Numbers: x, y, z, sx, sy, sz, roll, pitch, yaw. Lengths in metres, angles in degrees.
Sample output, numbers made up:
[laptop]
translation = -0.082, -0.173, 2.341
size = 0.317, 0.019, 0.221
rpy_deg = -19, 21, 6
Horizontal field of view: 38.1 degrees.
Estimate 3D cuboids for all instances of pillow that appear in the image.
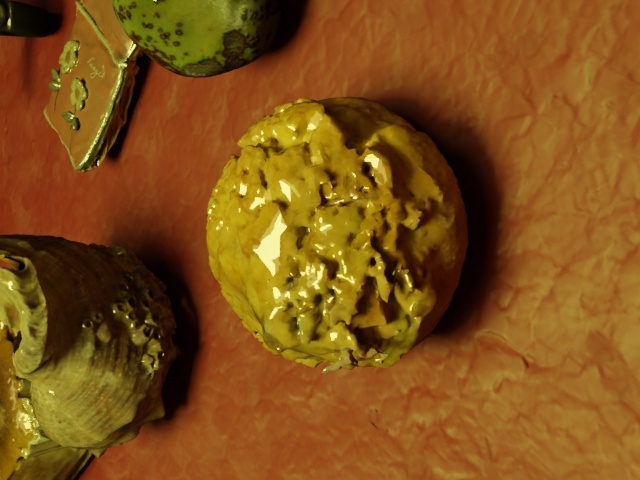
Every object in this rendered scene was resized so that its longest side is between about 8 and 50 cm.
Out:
[pillow]
translation = -0.191, -0.184, 0.825
size = 0.126, 0.043, 0.232
rpy_deg = 47, 123, 38

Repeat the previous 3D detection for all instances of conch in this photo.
[conch]
translation = -0.209, 0.068, 0.758
size = 0.178, 0.245, 0.163
rpy_deg = 23, 69, 26

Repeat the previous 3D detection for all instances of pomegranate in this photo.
[pomegranate]
translation = -0.082, -0.191, 0.676
size = 0.126, 0.163, 0.138
rpy_deg = -7, 104, 8

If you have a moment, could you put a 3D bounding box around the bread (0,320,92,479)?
[bread]
translation = -0.307, 0.157, 0.912
size = 0.210, 0.110, 0.192
rpy_deg = -48, 59, 36

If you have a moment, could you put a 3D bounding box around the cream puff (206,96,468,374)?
[cream puff]
translation = 0.000, 0.000, 0.574
size = 0.189, 0.129, 0.189
rpy_deg = 4, 96, 49

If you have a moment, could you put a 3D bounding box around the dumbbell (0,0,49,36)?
[dumbbell]
translation = -0.332, -0.291, 0.895
size = 0.143, 0.143, 0.325
rpy_deg = 14, 102, 45
